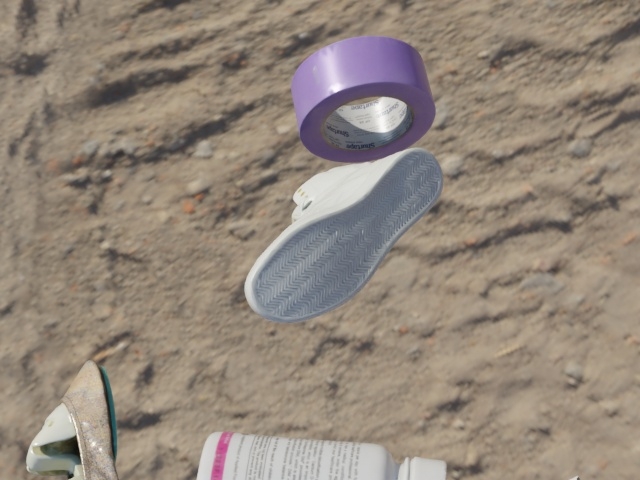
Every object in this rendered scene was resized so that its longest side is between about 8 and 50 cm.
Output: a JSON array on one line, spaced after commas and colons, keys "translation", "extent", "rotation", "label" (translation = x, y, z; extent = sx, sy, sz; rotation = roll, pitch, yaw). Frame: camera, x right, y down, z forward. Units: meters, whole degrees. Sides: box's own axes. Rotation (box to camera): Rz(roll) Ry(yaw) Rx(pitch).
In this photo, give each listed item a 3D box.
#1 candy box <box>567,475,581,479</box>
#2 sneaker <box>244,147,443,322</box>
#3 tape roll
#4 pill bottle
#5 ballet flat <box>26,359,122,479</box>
[{"translation": [0.263, 0.346, 1.143], "extent": [0.070, 0.196, 0.165], "rotation": [-29, 109, 14], "label": "candy box"}, {"translation": [0.000, 0.000, 1.445], "extent": [0.169, 0.292, 0.108], "rotation": [-6, 118, 59], "label": "sneaker"}, {"translation": [0.058, -0.190, 1.667], "extent": [0.189, 0.189, 0.080], "rotation": [-30, 55, 31], "label": "tape roll"}, {"translation": [0.002, 0.314, 1.428], "extent": [0.283, 0.160, 0.160], "rotation": [3, 112, 5], "label": "pill bottle"}, {"translation": [-0.270, 0.264, 1.362], "extent": [0.107, 0.106, 0.316], "rotation": [108, 151, -42], "label": "ballet flat"}]
